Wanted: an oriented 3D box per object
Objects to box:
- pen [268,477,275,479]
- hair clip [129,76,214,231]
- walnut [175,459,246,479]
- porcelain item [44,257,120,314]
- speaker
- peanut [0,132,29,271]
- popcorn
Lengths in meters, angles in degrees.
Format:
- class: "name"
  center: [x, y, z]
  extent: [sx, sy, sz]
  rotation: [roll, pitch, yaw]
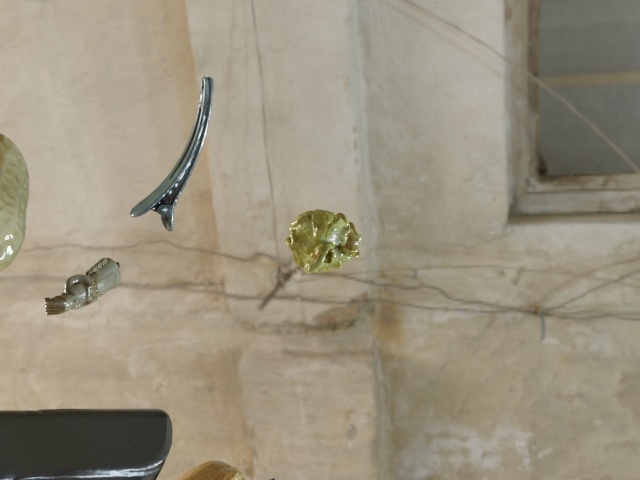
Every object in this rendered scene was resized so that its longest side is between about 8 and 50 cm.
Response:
- class: "pen"
  center: [-0.189, 0.565, 1.638]
  extent: [0.204, 0.025, 0.025]
  rotation: [-24, -156, -10]
- class: "hair clip"
  center: [-0.239, -0.153, 1.327]
  extent: [0.083, 0.275, 0.048]
  rotation: [25, 180, -32]
- class: "walnut"
  center: [-0.230, 0.533, 1.521]
  extent: [0.159, 0.159, 0.206]
  rotation: [9, -149, 35]
- class: "porcelain item"
  center: [-0.491, 0.101, 1.576]
  extent: [0.054, 0.084, 0.213]
  rotation: [4, -163, 15]
- class: "speaker"
  center: [-0.405, 0.387, 1.197]
  extent: [0.388, 0.180, 0.184]
  rotation: [11, -155, -44]
- class: "peanut"
  center: [-0.652, -0.083, 1.490]
  extent: [0.152, 0.152, 0.313]
  rotation: [-5, -117, 3]
- class: "popcorn"
  center: [0.000, 0.000, 1.556]
  extent: [0.162, 0.141, 0.135]
  rotation: [-51, -161, -25]
